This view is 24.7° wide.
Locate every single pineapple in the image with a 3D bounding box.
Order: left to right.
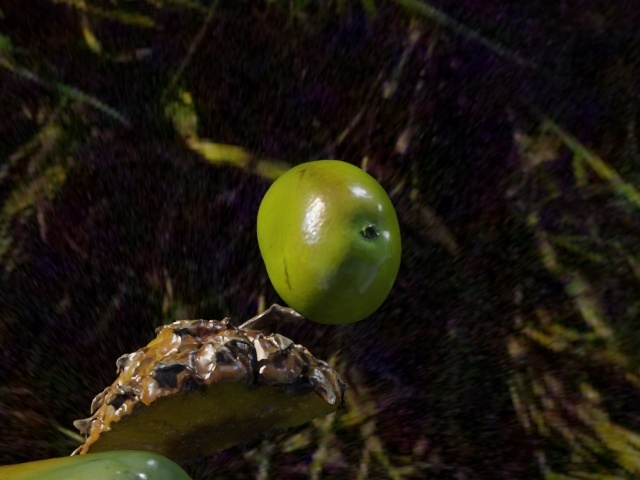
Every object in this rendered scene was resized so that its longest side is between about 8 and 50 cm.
[{"bbox_3d":[-0.127,0.131,1.534,0.334,0.161,0.158,-15,49,11],"label":"pineapple"}]

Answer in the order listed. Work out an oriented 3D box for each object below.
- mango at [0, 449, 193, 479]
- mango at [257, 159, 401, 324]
[{"bbox_3d":[-0.120,0.150,0.632,0.130,0.194,0.092,43,35,-7],"label":"mango"},{"bbox_3d":[0.002,-0.006,1.102,0.089,0.163,0.117,1,117,-27],"label":"mango"}]
